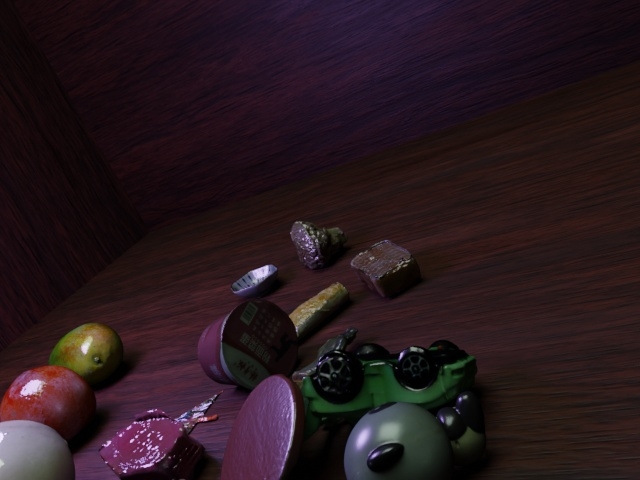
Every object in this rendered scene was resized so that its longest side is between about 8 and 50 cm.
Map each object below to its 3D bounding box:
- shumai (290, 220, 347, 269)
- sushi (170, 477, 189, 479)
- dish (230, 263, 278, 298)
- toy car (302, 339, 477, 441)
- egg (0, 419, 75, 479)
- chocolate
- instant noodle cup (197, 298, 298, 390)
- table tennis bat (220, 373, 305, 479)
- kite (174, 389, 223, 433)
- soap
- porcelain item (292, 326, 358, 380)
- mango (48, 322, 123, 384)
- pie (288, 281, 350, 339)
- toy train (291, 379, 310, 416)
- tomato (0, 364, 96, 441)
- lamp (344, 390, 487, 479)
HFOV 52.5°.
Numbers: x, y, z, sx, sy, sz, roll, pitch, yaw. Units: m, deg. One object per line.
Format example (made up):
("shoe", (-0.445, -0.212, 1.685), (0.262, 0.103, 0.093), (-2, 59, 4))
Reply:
("shumai", (0.000, 0.000, 2.304), (0.175, 0.166, 0.206), (-24, 40, -22))
("sushi", (-0.280, 0.532, 1.305), (0.098, 0.084, 0.094), (-31, 14, -27))
("dish", (-0.224, 0.158, 2.310), (0.190, 0.066, 0.191), (-22, 16, 7))
("toy car", (0.121, 0.290, 1.268), (0.358, 0.176, 0.213), (-8, -6, 24))
("egg", (-0.707, 0.573, 1.478), (0.283, 0.283, 0.345), (-28, 31, -3))
("chocolate", (0.187, 0.085, 1.888), (0.148, 0.093, 0.214), (-28, 18, -9))
("instant noodle cup", (-0.200, 0.282, 1.701), (0.178, 0.235, 0.235), (-22, 15, 49))
("table tennis bat", (-0.115, 0.430, 1.199), (0.268, 0.051, 0.415), (-48, 26, 29))
("kite", (-0.338, 0.467, 1.690), (0.189, 0.009, 0.232), (-16, 20, 30))
("soap", (-0.381, 0.496, 1.500), (0.182, 0.112, 0.289), (-47, 27, -24))
("porcelain item", (0.022, 0.285, 1.594), (0.081, 0.069, 0.215), (-25, 14, 48))
("mango", (-0.823, 0.404, 2.263), (0.382, 0.201, 0.225), (-23, 37, 47))
("pie", (-0.037, 0.218, 1.875), (0.282, 0.068, 0.128), (-39, 20, -22))
("toy train", (-0.071, 0.379, 1.413), (0.072, 0.099, 0.188), (-13, 23, 38))
("tomato", (-0.804, 0.490, 1.903), (0.265, 0.265, 0.265), (-24, 18, 8))
("lamp", (0.155, 0.346, 1.067), (0.244, 0.198, 0.197), (-17, 11, -28))
